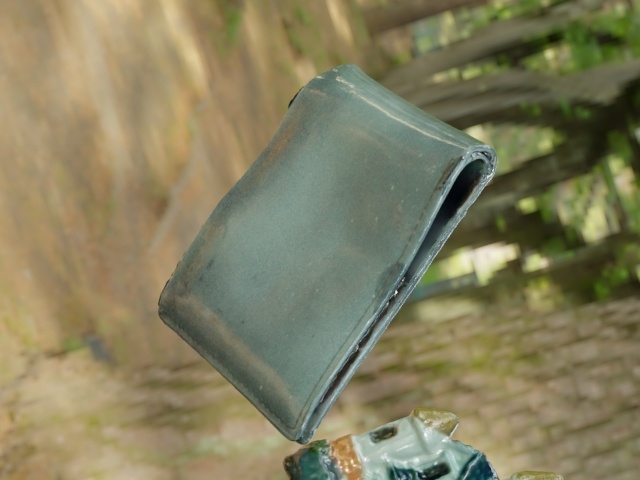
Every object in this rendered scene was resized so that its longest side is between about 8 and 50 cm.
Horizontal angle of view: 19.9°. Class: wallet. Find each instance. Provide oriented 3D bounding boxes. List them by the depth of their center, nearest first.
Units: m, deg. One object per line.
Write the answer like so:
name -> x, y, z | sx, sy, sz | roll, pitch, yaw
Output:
wallet -> -0.001, -0.001, 1.536 | 0.054, 0.290, 0.251 | 35, 1, -37

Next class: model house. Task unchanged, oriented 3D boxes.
model house -> 0.138, 0.312, 2.091 | 0.184, 0.291, 0.253 | 67, 0, -48
